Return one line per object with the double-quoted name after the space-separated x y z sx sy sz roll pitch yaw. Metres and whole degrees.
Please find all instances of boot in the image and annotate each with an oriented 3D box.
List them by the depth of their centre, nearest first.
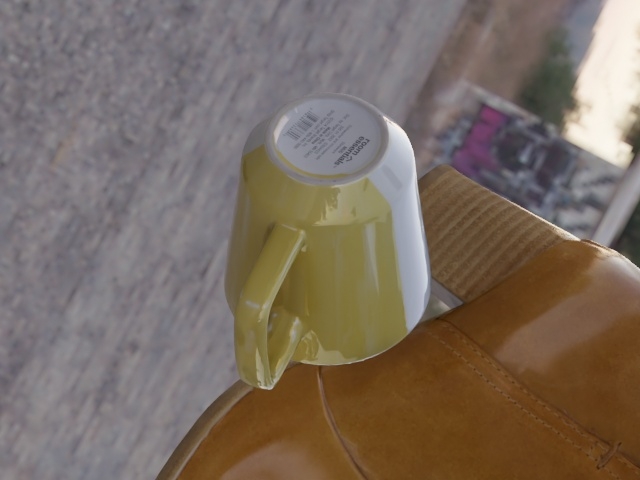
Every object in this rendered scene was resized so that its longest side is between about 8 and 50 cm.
0.055 0.127 0.750 0.295 0.211 0.104 -51 160 -1 "boot"

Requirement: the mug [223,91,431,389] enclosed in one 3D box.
0.003 -0.002 0.460 0.064 0.062 0.078 90 -8 -50 "mug"
